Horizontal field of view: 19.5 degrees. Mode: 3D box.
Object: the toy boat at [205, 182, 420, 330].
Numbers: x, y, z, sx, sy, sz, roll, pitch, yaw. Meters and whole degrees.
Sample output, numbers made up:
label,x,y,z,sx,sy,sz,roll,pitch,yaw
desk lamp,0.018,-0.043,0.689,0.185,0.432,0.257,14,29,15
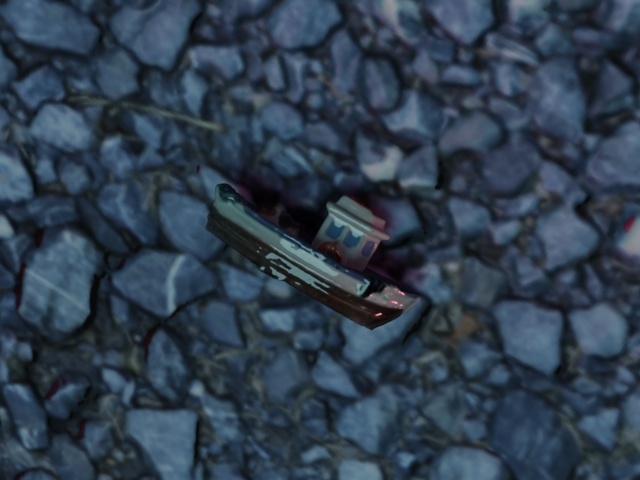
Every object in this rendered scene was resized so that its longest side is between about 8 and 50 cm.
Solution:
label,x,y,z,sx,sy,sz,roll,pitch,yaw
toy boat,0.000,0.000,1.125,0.140,0.059,0.066,32,97,5
